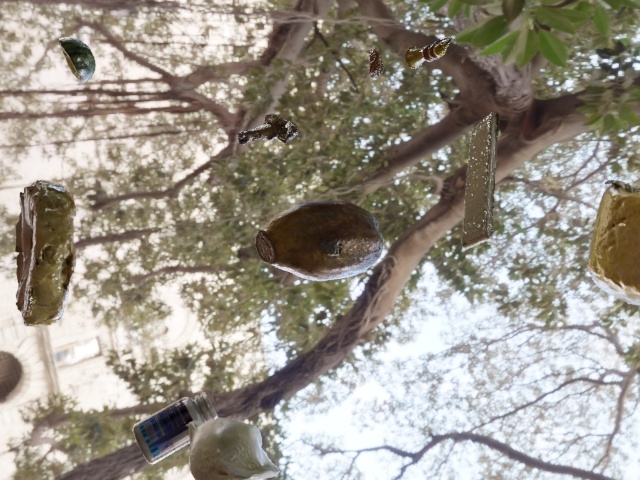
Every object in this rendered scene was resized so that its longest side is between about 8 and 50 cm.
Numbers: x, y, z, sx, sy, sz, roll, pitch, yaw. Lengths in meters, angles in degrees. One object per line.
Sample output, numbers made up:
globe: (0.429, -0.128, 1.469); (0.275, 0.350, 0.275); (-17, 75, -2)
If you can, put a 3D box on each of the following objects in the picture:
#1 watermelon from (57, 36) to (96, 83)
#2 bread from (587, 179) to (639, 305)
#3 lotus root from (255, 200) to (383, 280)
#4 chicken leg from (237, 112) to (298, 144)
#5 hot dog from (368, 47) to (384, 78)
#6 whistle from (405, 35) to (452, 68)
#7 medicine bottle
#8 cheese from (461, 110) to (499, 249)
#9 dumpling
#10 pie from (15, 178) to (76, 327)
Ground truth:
watermelon: (-0.546, -0.414, 1.244); (0.105, 0.062, 0.105); (52, -20, 27)
bread: (0.457, 0.007, 0.729); (0.197, 0.197, 0.170); (10, -78, 47)
lotus root: (0.001, 0.009, 1.221); (0.193, 0.291, 0.193); (-4, -95, 57)
chicken leg: (-0.171, -0.361, 1.795); (0.125, 0.196, 0.080); (-91, -179, -50)
hot dog: (0.148, -0.477, 1.469); (0.035, 0.058, 0.083); (-1, -113, 18)
whistle: (0.229, -0.386, 1.124); (0.109, 0.057, 0.046); (11, -63, 61)
medicine bottle: (-0.359, 0.462, 1.371); (0.107, 0.192, 0.107); (52, -23, 32)
cheese: (0.390, -0.155, 1.337); (0.085, 0.034, 0.399); (-29, -143, 49)
dumpling: (-0.156, 0.400, 1.021); (0.216, 0.167, 0.125); (-26, -130, 46)
pie: (-0.595, 0.026, 1.169); (0.340, 0.083, 0.339); (-1, -92, 51)
